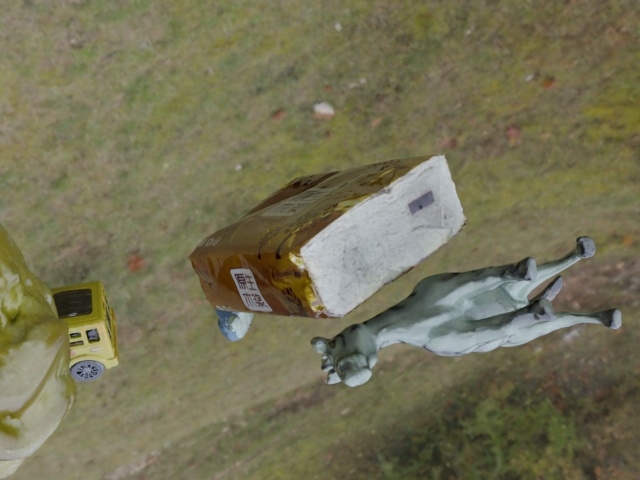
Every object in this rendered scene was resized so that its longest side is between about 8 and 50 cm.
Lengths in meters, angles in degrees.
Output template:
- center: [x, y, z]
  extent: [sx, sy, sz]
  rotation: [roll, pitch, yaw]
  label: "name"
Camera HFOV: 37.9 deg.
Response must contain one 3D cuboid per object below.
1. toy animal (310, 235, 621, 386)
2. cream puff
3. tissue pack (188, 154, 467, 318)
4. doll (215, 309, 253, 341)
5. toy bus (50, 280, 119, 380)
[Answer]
- center: [0.131, 0.058, 0.782]
  extent: [0.255, 0.089, 0.170]
  rotation: [-5, 168, -29]
  label: "toy animal"
- center: [-0.389, 0.133, 0.905]
  extent: [0.270, 0.274, 0.323]
  rotation: [-51, 166, -42]
  label: "cream puff"
- center: [0.000, 0.000, 0.876]
  extent: [0.183, 0.092, 0.226]
  rotation: [-32, -163, -29]
  label: "tissue pack"
- center: [-0.120, 0.104, 1.333]
  extent: [0.083, 0.051, 0.076]
  rotation: [86, 27, -56]
  label: "doll"
- center: [-0.536, 0.175, 1.658]
  extent: [0.331, 0.145, 0.151]
  rotation: [-10, 135, -7]
  label: "toy bus"
